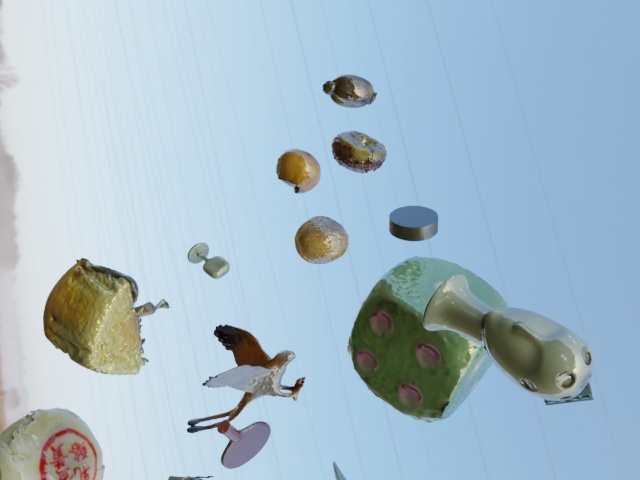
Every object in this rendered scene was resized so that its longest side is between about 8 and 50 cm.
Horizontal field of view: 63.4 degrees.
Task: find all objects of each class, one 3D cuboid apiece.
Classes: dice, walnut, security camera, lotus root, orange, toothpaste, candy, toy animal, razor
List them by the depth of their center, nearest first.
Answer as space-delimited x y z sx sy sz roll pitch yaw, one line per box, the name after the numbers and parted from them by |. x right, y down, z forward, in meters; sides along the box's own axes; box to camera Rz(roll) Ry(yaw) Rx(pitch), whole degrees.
0.050 0.502 1.040 0.197 0.029 0.048 169 -103 -82 | toothpaste
0.000 0.000 1.106 0.105 0.124 0.105 -14 -107 53 | walnut
-0.238 0.050 1.117 0.092 0.058 0.058 39 -54 30 | security camera
0.527 0.294 1.119 0.106 0.232 0.068 -14 -124 19 | razor
0.287 0.257 1.384 0.322 0.318 0.330 33 -54 29 | dice
-0.193 0.419 1.420 0.225 0.302 0.284 -110 -148 -66 | toy animal
-0.075 -0.222 1.681 0.156 0.156 0.134 -27 -140 53 | orange
-0.604 0.237 1.764 0.053 0.182 0.046 -43 -114 58 | candy
0.104 -0.540 1.872 0.120 0.209 0.120 -174 -90 -70 | lotus root

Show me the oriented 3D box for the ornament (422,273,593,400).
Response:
0.183 0.094 0.508 0.156 0.075 0.081 32 -20 41 | ornament

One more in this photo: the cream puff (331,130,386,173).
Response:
0.098 -0.222 1.341 0.149 0.149 0.084 49 -46 39 | cream puff

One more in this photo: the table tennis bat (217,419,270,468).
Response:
-0.131 0.331 0.855 0.019 0.098 0.155 38 -19 36 | table tennis bat

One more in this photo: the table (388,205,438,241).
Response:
0.253 -0.048 1.413 0.133 0.133 0.043 33 -44 48 | table

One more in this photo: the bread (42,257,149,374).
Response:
-0.486 0.174 1.100 0.204 0.162 0.262 21 -55 29 | bread

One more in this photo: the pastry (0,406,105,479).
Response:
-0.588 0.488 1.106 0.133 0.265 0.265 -28 -112 17 | pastry

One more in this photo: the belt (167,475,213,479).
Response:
-0.383 0.763 1.540 0.230 0.139 0.126 -23 -149 42 | belt
